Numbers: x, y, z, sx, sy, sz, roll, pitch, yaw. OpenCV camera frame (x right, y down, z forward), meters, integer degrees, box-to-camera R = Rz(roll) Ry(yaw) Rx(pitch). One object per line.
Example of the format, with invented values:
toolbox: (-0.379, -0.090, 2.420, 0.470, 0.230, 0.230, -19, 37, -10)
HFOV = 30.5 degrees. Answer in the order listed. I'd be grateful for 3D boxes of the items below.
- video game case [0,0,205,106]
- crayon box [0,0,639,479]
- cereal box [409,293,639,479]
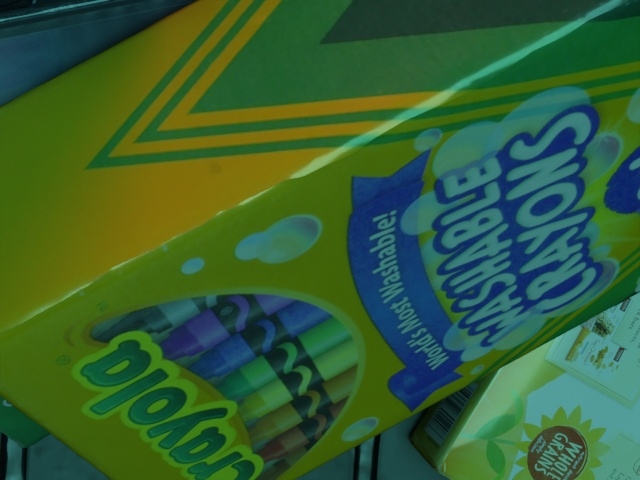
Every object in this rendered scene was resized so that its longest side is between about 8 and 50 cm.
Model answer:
video game case: (-0.155, -0.007, 0.431, 0.274, 0.026, 0.196, -14, 146, -12)
crayon box: (0.000, 0.000, 0.431, 0.323, 0.083, 0.203, -28, 149, -1)
cereal box: (0.188, 0.091, 0.588, 0.240, 0.047, 0.173, 33, 90, -18)
